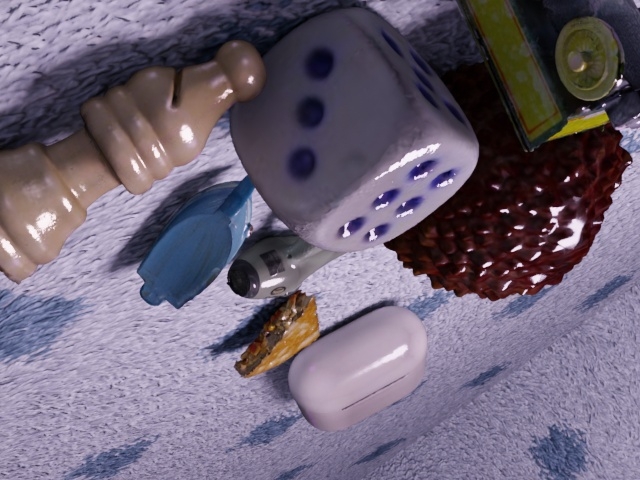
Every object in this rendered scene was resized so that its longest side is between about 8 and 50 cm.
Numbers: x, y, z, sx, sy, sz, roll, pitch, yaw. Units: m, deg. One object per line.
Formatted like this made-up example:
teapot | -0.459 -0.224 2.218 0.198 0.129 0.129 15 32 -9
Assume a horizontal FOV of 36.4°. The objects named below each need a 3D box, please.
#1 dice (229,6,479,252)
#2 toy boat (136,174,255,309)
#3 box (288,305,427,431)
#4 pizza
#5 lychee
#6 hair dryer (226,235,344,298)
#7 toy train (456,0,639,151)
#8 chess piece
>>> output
dice | 0.035 -0.111 1.016 0.193 0.191 0.194 -37 159 19
toy boat | -0.144 -0.005 1.198 0.215 0.088 0.102 -46 -172 33
box | 0.081 0.265 1.966 0.289 0.141 0.349 -26 158 -6
pizza | -0.057 0.140 1.635 0.188 0.062 0.199 -27 156 -43
lychee | 0.219 -0.081 1.197 0.331 0.305 0.306 0 155 -1
hair dryer | 0.001 0.002 1.359 0.225 0.088 0.219 -30 175 23
toy train | 0.255 -0.219 0.982 0.134 0.260 0.177 -17 168 -27
chess piece | -0.185 -0.089 0.917 0.307 0.124 0.138 -31 128 -5
